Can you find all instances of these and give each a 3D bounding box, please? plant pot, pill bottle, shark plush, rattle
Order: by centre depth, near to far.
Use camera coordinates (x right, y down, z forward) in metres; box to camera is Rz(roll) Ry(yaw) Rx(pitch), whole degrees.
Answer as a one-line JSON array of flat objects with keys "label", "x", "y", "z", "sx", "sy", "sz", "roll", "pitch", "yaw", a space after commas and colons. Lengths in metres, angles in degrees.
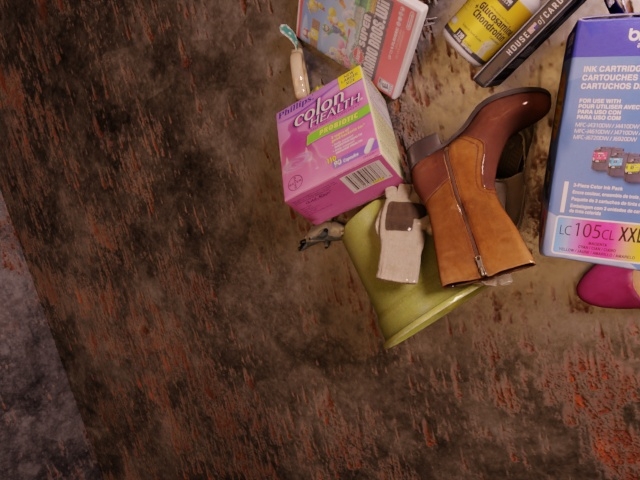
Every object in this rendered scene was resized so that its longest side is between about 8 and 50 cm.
[{"label": "pill bottle", "x": 0.314, "y": -0.408, "z": 0.854, "sx": 0.103, "sy": 0.103, "sz": 0.184, "roll": 51, "pitch": 123, "yaw": 8}, {"label": "plant pot", "x": 0.181, "y": 0.043, "z": 0.998, "sx": 0.276, "sy": 0.276, "sz": 0.253, "roll": -44, "pitch": 69, "yaw": 32}, {"label": "rattle", "x": -0.009, "y": -0.393, "z": 1.073, "sx": 0.143, "sy": 0.130, "sz": 0.199, "roll": -11, "pitch": 72, "yaw": 22}, {"label": "shark plush", "x": 0.000, "y": 0.000, "z": 1.195, "sx": 0.161, "sy": 0.073, "sz": 0.067, "roll": -34, "pitch": 116, "yaw": 29}]

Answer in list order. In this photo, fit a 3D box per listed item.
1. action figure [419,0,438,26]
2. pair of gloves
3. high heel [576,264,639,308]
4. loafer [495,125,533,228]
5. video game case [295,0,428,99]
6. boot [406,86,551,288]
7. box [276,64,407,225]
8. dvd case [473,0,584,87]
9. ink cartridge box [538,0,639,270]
[{"label": "action figure", "x": 0.148, "y": -0.522, "z": 0.924, "sx": 0.186, "sy": 0.099, "sz": 0.284, "roll": 12, "pitch": 115, "yaw": 16}, {"label": "pair of gloves", "x": 0.218, "y": -0.013, "z": 0.871, "sx": 0.240, "sy": 0.042, "sz": 0.204, "roll": -1, "pitch": 64, "yaw": 10}, {"label": "high heel", "x": 0.607, "y": 0.053, "z": 0.772, "sx": 0.377, "sy": 0.181, "sz": 0.127, "roll": -26, "pitch": 90, "yaw": 33}, {"label": "loafer", "x": 0.343, "y": -0.111, "z": 0.932, "sx": 0.102, "sy": 0.092, "sz": 0.268, "roll": 10, "pitch": 108, "yaw": 30}, {"label": "video game case", "x": 0.068, "y": -0.440, "z": 0.978, "sx": 0.285, "sy": 0.025, "sz": 0.204, "roll": 39, "pitch": 150, "yaw": 17}, {"label": "boot", "x": 0.282, "y": -0.087, "z": 0.784, "sx": 0.264, "sy": 0.096, "sz": 0.280, "roll": -22, "pitch": 59, "yaw": 20}, {"label": "box", "x": 0.035, "y": -0.191, "z": 0.987, "sx": 0.214, "sy": 0.117, "sz": 0.242, "roll": -23, "pitch": 55, "yaw": 24}, {"label": "dvd case", "x": 0.365, "y": -0.352, "z": 0.795, "sx": 0.029, "sy": 0.179, "sz": 0.238, "roll": 48, "pitch": 123, "yaw": 6}, {"label": "ink cartridge box", "x": 0.442, "y": -0.188, "z": 0.744, "sx": 0.151, "sy": 0.270, "sz": 0.395, "roll": 10, "pitch": 109, "yaw": 21}]
